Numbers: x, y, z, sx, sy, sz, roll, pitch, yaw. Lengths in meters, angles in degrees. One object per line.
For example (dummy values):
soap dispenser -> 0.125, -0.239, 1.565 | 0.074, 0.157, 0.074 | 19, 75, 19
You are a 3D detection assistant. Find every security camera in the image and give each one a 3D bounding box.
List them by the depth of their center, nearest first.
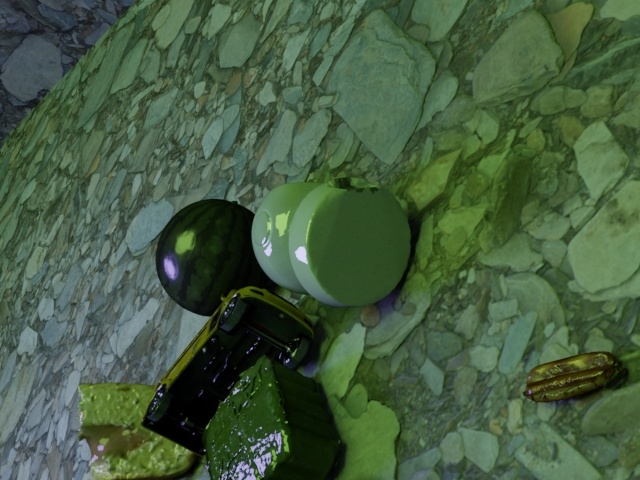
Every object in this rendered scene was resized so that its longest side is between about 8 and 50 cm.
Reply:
security camera -> 0.000, 0.000, 1.376 | 0.236, 0.194, 0.195 | 4, 71, 60

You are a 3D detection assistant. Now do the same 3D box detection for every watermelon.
watermelon -> -0.189, 0.028, 1.613 | 0.212, 0.212, 0.212 | -35, 41, 38

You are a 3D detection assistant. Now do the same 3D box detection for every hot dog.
hot dog -> 0.278, 0.153, 1.001 | 0.122, 0.037, 0.049 | -21, 40, 41

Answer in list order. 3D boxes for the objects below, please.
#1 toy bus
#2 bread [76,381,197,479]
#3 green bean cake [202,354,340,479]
toy bus -> -0.153, 0.197, 1.490 | 0.331, 0.145, 0.151 | -50, 18, 23
bread -> -0.323, 0.375, 1.682 | 0.211, 0.224, 0.184 | 87, 178, -59
green bean cake -> -0.079, 0.301, 1.340 | 0.200, 0.113, 0.214 | -51, 33, 21
